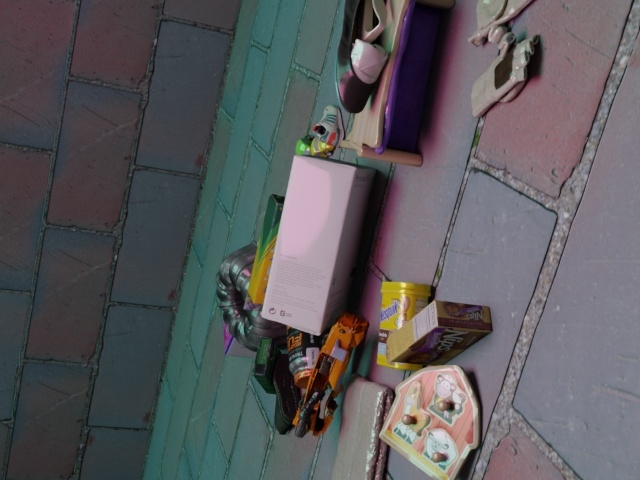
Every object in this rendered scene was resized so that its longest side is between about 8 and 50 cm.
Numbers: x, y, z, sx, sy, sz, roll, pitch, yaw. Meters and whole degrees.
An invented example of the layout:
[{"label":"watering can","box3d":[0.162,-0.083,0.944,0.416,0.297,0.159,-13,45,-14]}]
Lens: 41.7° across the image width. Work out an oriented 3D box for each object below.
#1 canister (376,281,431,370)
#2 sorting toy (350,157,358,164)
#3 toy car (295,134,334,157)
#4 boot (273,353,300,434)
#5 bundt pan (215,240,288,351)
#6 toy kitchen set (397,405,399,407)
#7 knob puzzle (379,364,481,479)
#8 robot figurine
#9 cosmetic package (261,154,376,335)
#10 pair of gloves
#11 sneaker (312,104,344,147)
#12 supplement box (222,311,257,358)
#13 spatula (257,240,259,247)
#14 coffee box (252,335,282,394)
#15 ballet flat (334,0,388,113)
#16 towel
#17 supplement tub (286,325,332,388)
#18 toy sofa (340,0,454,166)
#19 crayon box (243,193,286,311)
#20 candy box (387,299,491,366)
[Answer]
[{"label":"canister","box3d":[0.164,0.170,1.677,0.126,0.073,0.169,173,103,-70]},{"label":"sorting toy","box3d":[0.080,-0.161,2.124,0.062,0.012,0.083,119,152,-44]},{"label":"toy car","box3d":[-0.035,-0.235,2.409,0.225,0.053,0.239,-112,36,-54]},{"label":"boot","box3d":[-0.105,0.426,2.319,0.137,0.077,0.197,115,157,-53]},{"label":"bundt pan","box3d":[-0.200,0.175,2.421,0.331,0.124,0.330,34,132,48]},{"label":"toy kitchen set","box3d":[0.198,0.313,1.541,0.068,0.083,0.075,-43,10,-19]},{"label":"knob puzzle","box3d":[0.198,0.306,1.472,0.213,0.030,0.213,-11,73,39]},{"label":"robot figurine","box3d":[0.018,0.310,1.890,0.211,0.085,0.290,-41,-29,-79]},{"label":"cosmetic package","box3d":[0.000,0.000,1.947,0.217,0.156,0.384,-20,-56,-72]},{"label":"pair of gloves","box3d":[0.322,-0.361,1.504,0.204,0.042,0.240,155,122,-67]},{"label":"sneaker","box3d":[0.015,-0.317,2.272,0.161,0.075,0.057,-101,28,-42]},{"label":"supplement box","box3d":[-0.248,0.258,2.708,0.114,0.111,0.220,117,154,-42]},{"label":"spatula","box3d":[-0.117,-0.059,2.431,0.168,0.019,0.242,-46,11,10]},{"label":"coffee box","box3d":[-0.141,0.350,2.334,0.184,0.041,0.113,71,-153,-60]},{"label":"ballet flat","box3d":[0.085,-0.395,1.670,0.096,0.095,0.280,-13,71,52]},{"label":"towel","box3d":[0.091,0.439,1.805,0.187,0.049,0.282,-178,97,-69]},{"label":"supplement tub","box3d":[-0.024,0.264,2.086,0.117,0.117,0.190,124,148,-51]},{"label":"toy sofa","box3d":[0.171,-0.343,1.753,0.177,0.150,0.362,24,105,64]},{"label":"crayon box","box3d":[-0.060,0.058,2.143,0.083,0.203,0.322,-127,48,-63]},{"label":"candy box","box3d":[0.210,0.168,1.500,0.186,0.109,0.053,131,142,-55]}]
